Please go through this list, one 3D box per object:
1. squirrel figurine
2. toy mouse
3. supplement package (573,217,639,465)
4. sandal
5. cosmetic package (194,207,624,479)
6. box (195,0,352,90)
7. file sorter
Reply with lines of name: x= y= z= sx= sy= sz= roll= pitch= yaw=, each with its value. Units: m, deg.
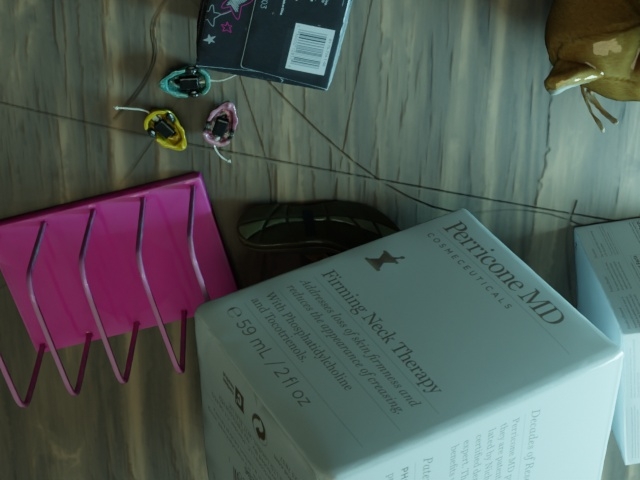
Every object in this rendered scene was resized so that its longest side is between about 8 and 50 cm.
squirrel figurine: x=0.440 y=-0.218 z=1.479 sx=0.370 sy=0.397 sz=0.281 roll=18 pitch=86 yaw=3
toy mouse: x=-0.148 y=-0.169 z=1.661 sx=0.161 sy=0.031 sz=0.143 roll=39 pitch=111 yaw=-22
supplement package: x=0.426 y=0.122 z=1.727 sx=0.145 sy=0.262 sz=0.204 roll=-8 pitch=120 yaw=2
sandal: x=0.000 y=0.000 z=1.739 sx=0.219 sy=0.090 sz=0.060 roll=-1 pitch=142 yaw=-8
cosmetic package: x=0.095 y=0.224 z=1.635 sx=0.393 sy=0.329 sz=0.327 roll=-20 pitch=132 yaw=-23
box: x=-0.041 y=-0.319 z=1.519 sx=0.163 sy=0.142 sz=0.247 roll=9 pitch=120 yaw=-10
file sorter: x=-0.266 y=0.072 z=1.707 sx=0.290 sy=0.182 sz=0.202 roll=-13 pitch=119 yaw=5
